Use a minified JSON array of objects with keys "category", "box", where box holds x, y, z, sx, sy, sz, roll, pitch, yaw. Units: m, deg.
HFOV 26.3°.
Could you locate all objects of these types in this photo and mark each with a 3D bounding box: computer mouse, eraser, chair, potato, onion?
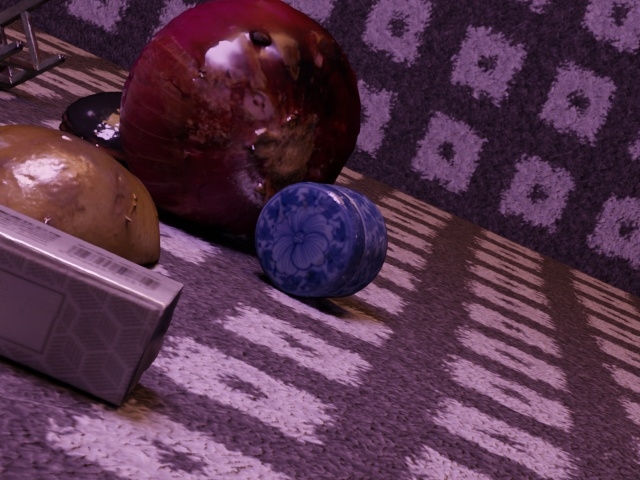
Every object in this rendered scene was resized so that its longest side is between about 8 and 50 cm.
[{"category":"computer mouse","box":[-0.271,-0.159,2.115,0.183,0.116,0.323,32,10,19]},{"category":"eraser","box":[-0.313,0.003,1.074,0.404,0.096,0.098,23,10,0]},{"category":"chair","box":[-0.586,-0.326,2.320,0.270,0.147,0.136,-20,-12,22]},{"category":"potato","box":[-0.290,-0.063,1.512,0.239,0.116,0.299,23,6,29]},{"category":"onion","box":[-0.140,-0.194,1.924,0.347,0.348,0.385,16,14,-42]}]

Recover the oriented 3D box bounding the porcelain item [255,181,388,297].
[{"category":"porcelain item","box":[0.000,0.000,1.738,0.147,0.147,0.114,28,9,26]}]
